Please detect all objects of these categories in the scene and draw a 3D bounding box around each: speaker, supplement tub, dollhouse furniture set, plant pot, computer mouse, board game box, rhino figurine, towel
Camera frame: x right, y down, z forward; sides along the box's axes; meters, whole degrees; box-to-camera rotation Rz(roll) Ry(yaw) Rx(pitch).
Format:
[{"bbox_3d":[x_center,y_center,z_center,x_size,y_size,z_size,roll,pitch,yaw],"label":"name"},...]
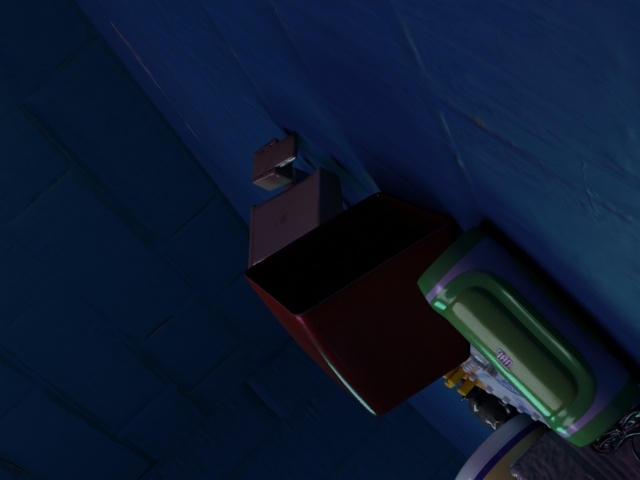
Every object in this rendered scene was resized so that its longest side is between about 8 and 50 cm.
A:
[{"bbox_3d":[0.267,0.123,1.262,0.296,0.131,0.131,46,173,10],"label":"speaker"},{"bbox_3d":[0.450,0.526,1.900,0.331,0.241,0.241,44,172,27],"label":"supplement tub"},{"bbox_3d":[0.044,-0.032,1.852,0.303,0.286,0.198,23,145,-37],"label":"dollhouse furniture set"},{"bbox_3d":[0.079,0.108,1.507,0.235,0.267,0.267,64,167,-21],"label":"plant pot"},{"bbox_3d":[0.488,0.300,1.255,0.262,0.060,0.184,41,151,13],"label":"computer mouse"},{"bbox_3d":[0.286,0.213,1.728,0.390,0.050,0.390,26,159,51],"label":"board game box"},{"bbox_3d":[0.366,0.362,2.173,0.106,0.073,0.243,55,171,-33],"label":"rhino figurine"},{"bbox_3d":[0.430,0.365,1.380,0.282,0.187,0.049,45,176,12],"label":"towel"}]
